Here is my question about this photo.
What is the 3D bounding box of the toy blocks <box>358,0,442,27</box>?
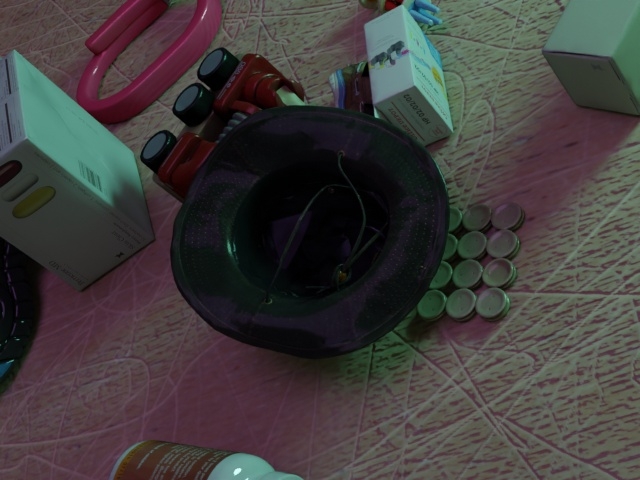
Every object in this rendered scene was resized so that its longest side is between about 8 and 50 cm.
[{"bbox_3d":[0.134,-0.346,1.485,0.123,0.054,0.148,-50,44,-2],"label":"toy blocks"}]

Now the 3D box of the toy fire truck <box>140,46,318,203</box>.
[{"bbox_3d":[-0.083,-0.126,1.448,0.246,0.158,0.217,17,71,54],"label":"toy fire truck"}]

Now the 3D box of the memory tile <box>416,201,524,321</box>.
[{"bbox_3d":[0.168,0.024,1.226,0.113,0.012,0.148,-6,56,34],"label":"memory tile"}]

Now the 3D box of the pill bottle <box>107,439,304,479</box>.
[{"bbox_3d":[-0.119,0.284,1.178,0.216,0.121,0.121,-1,60,37],"label":"pill bottle"}]

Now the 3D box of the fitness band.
[{"bbox_3d":[-0.284,-0.314,1.786,0.291,0.054,0.209,-43,47,5],"label":"fitness band"}]

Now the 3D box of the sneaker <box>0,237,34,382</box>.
[{"bbox_3d":[-0.494,0.083,1.637,0.140,0.125,0.340,-35,40,51],"label":"sneaker"}]

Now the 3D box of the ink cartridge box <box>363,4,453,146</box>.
[{"bbox_3d":[0.110,-0.186,1.353,0.062,0.104,0.181,-23,49,24],"label":"ink cartridge box"}]

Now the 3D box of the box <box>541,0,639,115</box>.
[{"bbox_3d":[0.363,-0.284,1.228,0.094,0.113,0.275,18,71,44],"label":"box"}]

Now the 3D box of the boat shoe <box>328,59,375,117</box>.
[{"bbox_3d":[0.058,-0.176,1.406,0.066,0.066,0.183,-36,42,16],"label":"boat shoe"}]

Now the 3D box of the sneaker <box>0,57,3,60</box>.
[{"bbox_3d":[-0.580,-0.190,1.866,0.180,0.124,0.321,-36,45,9],"label":"sneaker"}]

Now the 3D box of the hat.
[{"bbox_3d":[0.000,0.000,1.284,0.331,0.134,0.331,-7,68,17],"label":"hat"}]

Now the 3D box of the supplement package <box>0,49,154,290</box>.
[{"bbox_3d":[-0.384,-0.093,1.548,0.145,0.262,0.204,-34,45,13],"label":"supplement package"}]
